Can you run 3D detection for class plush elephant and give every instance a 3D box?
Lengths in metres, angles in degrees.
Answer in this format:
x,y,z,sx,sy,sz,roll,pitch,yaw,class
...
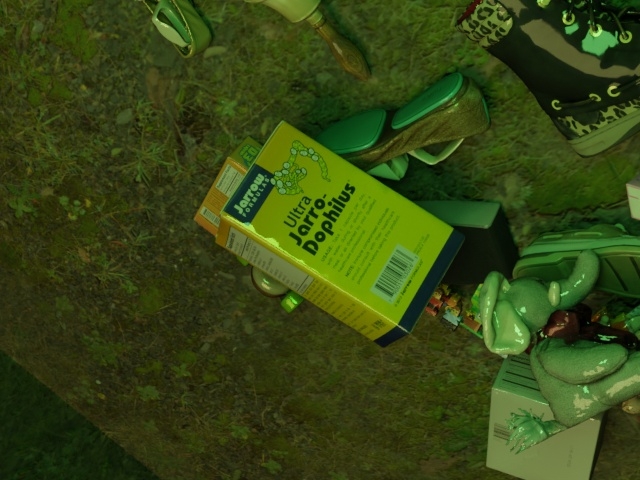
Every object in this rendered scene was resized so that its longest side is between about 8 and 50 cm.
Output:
x,y,z,sx,sy,sz,roll,pitch,yaw,class
0.379,0.140,1.545,0.330,0.272,0.255,-31,75,17,plush elephant

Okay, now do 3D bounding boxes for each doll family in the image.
x,y,z,sx,sy,sz,roll,pitch,yaw,class
0.537,0.193,1.748,0.163,0.118,0.263,-23,121,27,doll family

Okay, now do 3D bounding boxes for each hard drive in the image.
x,y,z,sx,sy,sz,roll,pitch,yaw,class
0.220,0.008,1.810,0.254,0.054,0.172,1,131,35,hard drive

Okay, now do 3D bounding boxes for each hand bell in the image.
x,y,z,sx,sy,sz,roll,pitch,yaw,class
0.002,-0.336,1.583,0.126,0.126,0.242,-13,134,43,hand bell

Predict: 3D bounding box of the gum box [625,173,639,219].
x,y,z,sx,sy,sz,roll,pitch,yaw,class
0.533,-0.061,1.420,0.188,0.107,0.062,26,143,51,gum box

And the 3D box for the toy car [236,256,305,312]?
x,y,z,sx,sy,sz,roll,pitch,yaw,class
-0.089,0.070,2.040,0.155,0.149,0.188,46,154,4,toy car

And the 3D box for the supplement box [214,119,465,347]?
x,y,z,sx,sy,sz,roll,pitch,yaw,class
0.025,-0.004,1.685,0.356,0.195,0.194,32,165,-1,supplement box

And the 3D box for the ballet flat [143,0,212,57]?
x,y,z,sx,sy,sz,roll,pitch,yaw,class
-0.271,-0.408,1.703,0.080,0.073,0.232,-20,117,45,ballet flat

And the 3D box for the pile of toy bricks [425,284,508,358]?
x,y,z,sx,sy,sz,roll,pitch,yaw,class
0.296,0.119,1.851,0.212,0.118,0.105,32,111,16,pile of toy bricks

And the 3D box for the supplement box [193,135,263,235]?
x,y,z,sx,sy,sz,roll,pitch,yaw,class
-0.166,-0.099,1.954,0.080,0.078,0.233,39,141,-2,supplement box

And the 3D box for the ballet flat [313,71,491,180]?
x,y,z,sx,sy,sz,roll,pitch,yaw,class
0.136,-0.166,1.654,0.342,0.116,0.124,-20,125,40,ballet flat

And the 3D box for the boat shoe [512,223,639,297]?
x,y,z,sx,sy,sz,roll,pitch,yaw,class
0.459,0.022,1.615,0.302,0.103,0.113,-1,133,36,boat shoe

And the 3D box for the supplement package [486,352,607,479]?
x,y,z,sx,sy,sz,roll,pitch,yaw,class
0.437,0.336,1.930,0.204,0.145,0.262,16,138,21,supplement package

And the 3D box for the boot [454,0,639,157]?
x,y,z,sx,sy,sz,roll,pitch,yaw,class
0.374,-0.292,1.327,0.284,0.138,0.377,39,147,-7,boot
